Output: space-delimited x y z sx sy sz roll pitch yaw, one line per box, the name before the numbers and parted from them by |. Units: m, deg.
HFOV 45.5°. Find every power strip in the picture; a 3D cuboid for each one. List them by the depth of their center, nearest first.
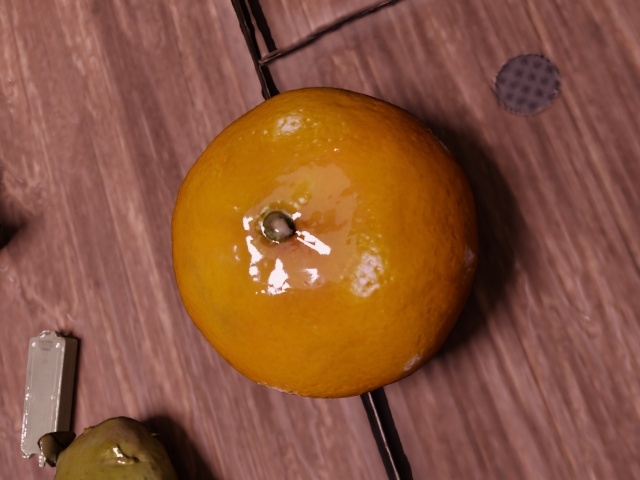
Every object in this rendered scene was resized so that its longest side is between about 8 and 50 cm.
power strip | -0.169 0.098 0.474 0.027 0.017 0.083 -2 80 19

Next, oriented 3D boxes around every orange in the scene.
orange | 0.000 0.000 0.380 0.156 0.124 0.156 -5 77 20

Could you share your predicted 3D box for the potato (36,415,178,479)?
potato | -0.113 0.207 0.398 0.117 0.090 0.225 -9 71 23
